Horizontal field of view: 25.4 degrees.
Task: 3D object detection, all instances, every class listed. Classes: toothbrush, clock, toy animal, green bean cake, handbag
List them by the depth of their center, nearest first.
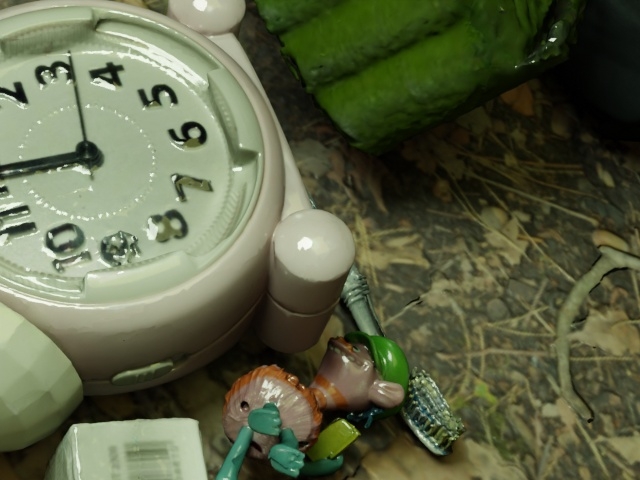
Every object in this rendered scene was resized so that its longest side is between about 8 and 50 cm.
[{"bbox_3d":[-0.008,0.133,1.028,0.100,0.103,0.208,4,12,24],"label":"toy animal"},{"bbox_3d":[-0.181,-0.031,1.031,0.326,0.184,0.342,-13,58,-25],"label":"clock"},{"bbox_3d":[0.000,0.000,1.174,0.035,0.042,0.413,-19,65,-32],"label":"toothbrush"},{"bbox_3d":[0.060,-0.272,1.174,0.319,0.218,0.335,56,24,-16],"label":"green bean cake"},{"bbox_3d":[0.378,-0.164,1.363,0.302,0.178,0.275,0,43,-26],"label":"handbag"}]

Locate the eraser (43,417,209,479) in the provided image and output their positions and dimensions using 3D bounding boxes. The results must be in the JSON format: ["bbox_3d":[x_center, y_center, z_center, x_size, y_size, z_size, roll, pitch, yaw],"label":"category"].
[{"bbox_3d":[-0.097,0.313,0.878,0.098,0.096,0.404,2,58,-24],"label":"eraser"}]
